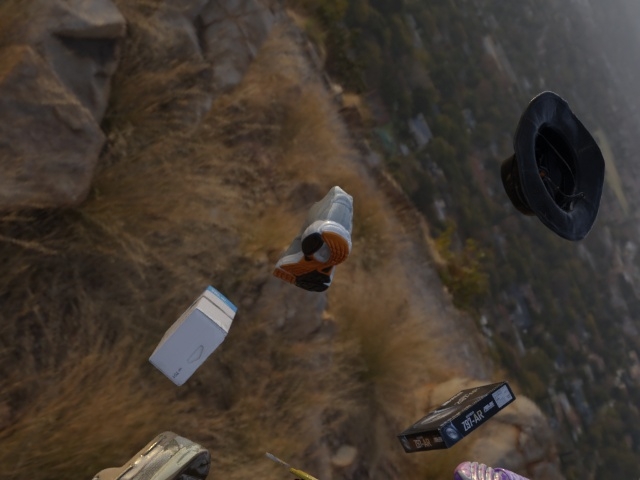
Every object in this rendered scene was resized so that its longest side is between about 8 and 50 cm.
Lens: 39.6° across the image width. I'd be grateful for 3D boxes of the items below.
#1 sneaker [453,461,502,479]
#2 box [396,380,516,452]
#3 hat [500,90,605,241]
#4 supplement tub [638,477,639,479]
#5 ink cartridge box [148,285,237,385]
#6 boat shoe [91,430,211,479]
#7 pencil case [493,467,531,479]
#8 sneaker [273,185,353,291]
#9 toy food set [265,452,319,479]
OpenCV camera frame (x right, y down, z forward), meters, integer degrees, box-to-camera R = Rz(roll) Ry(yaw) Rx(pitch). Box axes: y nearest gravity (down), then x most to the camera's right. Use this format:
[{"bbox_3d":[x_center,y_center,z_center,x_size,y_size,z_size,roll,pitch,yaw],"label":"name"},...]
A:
[{"bbox_3d":[0.366,0.552,1.828,0.236,0.105,0.095,34,24,3],"label":"sneaker"},{"bbox_3d":[0.115,0.149,0.751,0.083,0.067,0.018,-27,88,-30],"label":"box"},{"bbox_3d":[0.476,-0.144,1.918,0.331,0.134,0.331,14,68,-37],"label":"hat"},{"bbox_3d":[0.858,0.628,2.116,0.338,0.207,0.207,42,33,-62],"label":"supplement tub"},{"bbox_3d":[-0.239,0.178,1.698,0.082,0.139,0.191,42,7,-5],"label":"ink cartridge box"},{"bbox_3d":[-0.325,0.431,1.441,0.341,0.110,0.122,-32,139,-49],"label":"boat shoe"},{"bbox_3d":[0.466,0.598,2.085,0.206,0.086,0.088,29,21,-36],"label":"pencil case"},{"bbox_3d":[0.000,0.000,1.517,0.099,0.262,0.121,24,62,-12],"label":"sneaker"},{"bbox_3d":[-0.003,0.440,1.479,0.071,0.217,0.128,-62,165,-14],"label":"toy food set"}]
